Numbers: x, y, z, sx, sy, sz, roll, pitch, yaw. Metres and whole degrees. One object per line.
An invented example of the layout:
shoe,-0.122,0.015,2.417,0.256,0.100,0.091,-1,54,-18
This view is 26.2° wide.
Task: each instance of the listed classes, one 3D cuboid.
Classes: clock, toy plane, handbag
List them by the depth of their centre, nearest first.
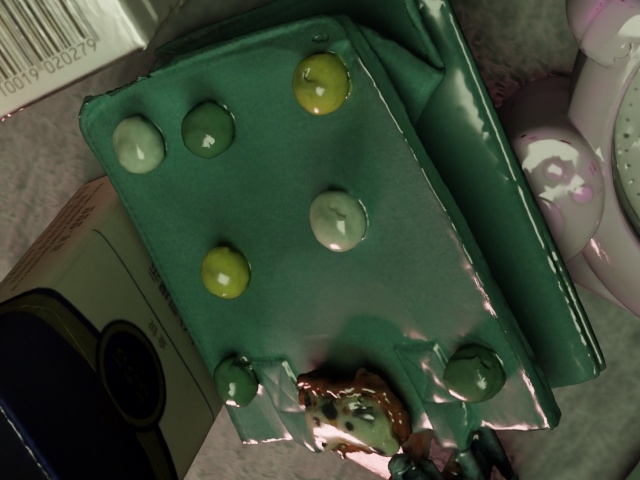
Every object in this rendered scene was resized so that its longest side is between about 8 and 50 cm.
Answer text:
clock,0.271,-0.074,0.775,0.295,0.113,0.322,28,119,-3
handbag,-0.004,0.000,0.803,0.269,0.100,0.274,-10,107,43
toy plane,0.105,0.253,0.951,0.104,0.223,0.326,-5,130,48

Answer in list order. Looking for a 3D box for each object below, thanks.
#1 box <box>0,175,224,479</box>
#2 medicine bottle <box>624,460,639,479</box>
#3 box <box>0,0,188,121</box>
box,-0.138,0.082,0.862,0.071,0.259,0.168,-19,113,24
medicine bottle,0.251,0.219,0.955,0.121,0.083,0.229,22,120,-10
box,-0.239,-0.164,0.837,0.260,0.111,0.194,-21,111,24
